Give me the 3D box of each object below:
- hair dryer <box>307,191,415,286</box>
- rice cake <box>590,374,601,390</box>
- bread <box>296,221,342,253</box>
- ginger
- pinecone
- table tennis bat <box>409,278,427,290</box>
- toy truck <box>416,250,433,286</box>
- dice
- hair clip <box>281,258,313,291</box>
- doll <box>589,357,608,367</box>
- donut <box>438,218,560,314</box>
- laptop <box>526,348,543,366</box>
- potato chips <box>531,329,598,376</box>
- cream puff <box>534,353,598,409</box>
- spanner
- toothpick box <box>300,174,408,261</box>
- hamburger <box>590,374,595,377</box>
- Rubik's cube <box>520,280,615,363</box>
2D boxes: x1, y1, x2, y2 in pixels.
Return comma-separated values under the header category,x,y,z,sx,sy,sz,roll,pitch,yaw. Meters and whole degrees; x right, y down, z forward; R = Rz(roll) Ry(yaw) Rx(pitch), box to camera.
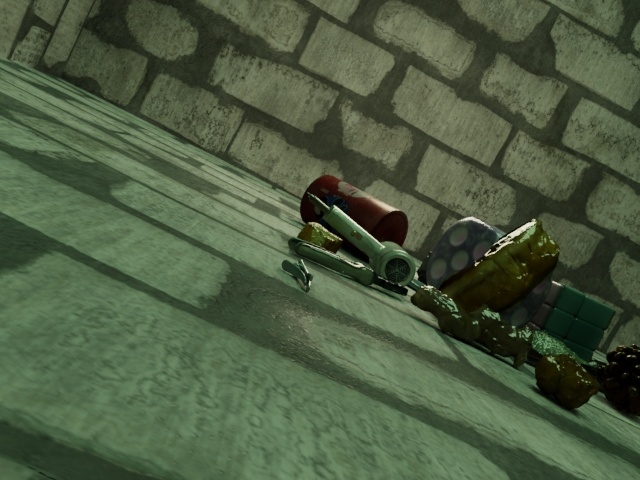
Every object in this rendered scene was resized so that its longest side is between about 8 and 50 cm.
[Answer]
category,x,y,z,sx,sy,sz,roll,pitch,yaw
hair dryer,0.097,-0.011,1.658,0.357,0.107,0.173,38,3,-7
rice cake,0.784,0.405,1.726,0.207,0.033,0.033,24,-1,-28
bread,0.000,0.000,1.620,0.103,0.065,0.187,34,8,13
ginger,0.339,0.180,1.366,0.290,0.122,0.084,24,-26,-2
pinecone,0.791,0.358,1.553,0.179,0.150,0.195,58,11,10
table tennis bat,0.282,0.122,1.949,0.244,0.040,0.153,33,8,17
toy truck,0.444,0.138,2.128,0.224,0.147,0.165,32,-16,15
dice,0.509,0.104,1.858,0.270,0.271,0.270,24,12,-33
hair clip,-0.038,0.058,1.055,0.039,0.030,0.115,5,10,-18
doll,0.892,0.417,2.046,0.165,0.057,0.139,23,8,8
donut,0.446,0.093,1.531,0.160,0.330,0.330,53,13,15
laptop,0.538,0.297,1.620,0.154,0.026,0.207,25,4,-2
potato chips,0.683,0.324,1.741,0.228,0.059,0.167,19,15,3
cream puff,0.477,0.276,1.197,0.122,0.094,0.116,50,5,-10
spanner,0.074,0.067,1.440,0.325,0.040,0.095,24,6,-22
toothpick box,0.111,-0.075,2.094,0.333,0.204,0.204,31,6,38
hamburger,0.793,0.395,1.813,0.083,0.044,0.076,28,5,-23
Rubik's cube,0.738,0.250,1.947,0.231,0.225,0.221,24,5,-18
